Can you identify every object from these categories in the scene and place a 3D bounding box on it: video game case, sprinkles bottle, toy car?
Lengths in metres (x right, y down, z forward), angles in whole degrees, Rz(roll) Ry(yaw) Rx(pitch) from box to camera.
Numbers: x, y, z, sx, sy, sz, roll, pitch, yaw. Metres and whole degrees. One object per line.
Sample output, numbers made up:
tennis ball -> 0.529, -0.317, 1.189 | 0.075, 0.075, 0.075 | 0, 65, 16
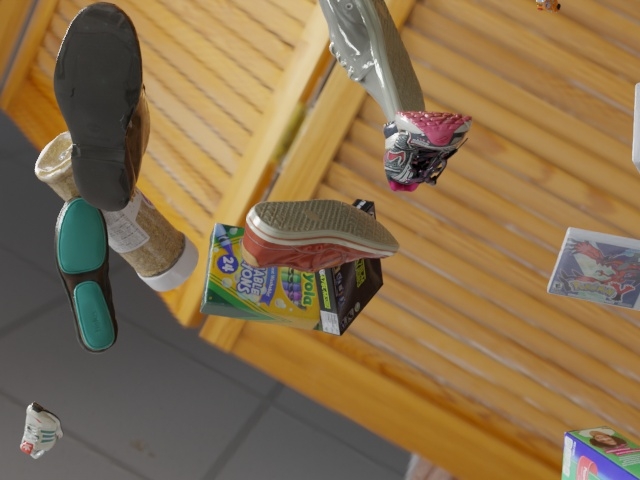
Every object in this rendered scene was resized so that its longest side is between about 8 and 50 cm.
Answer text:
video game case -> 0.564, 0.059, 1.988 | 0.201, 0.183, 0.023 | 11, -132, 6
sprinkles bottle -> -0.371, -0.050, 1.885 | 0.355, 0.121, 0.121 | 51, 180, -40
toy car -> 0.422, -0.491, 2.027 | 0.122, 0.040, 0.060 | 40, 164, 33

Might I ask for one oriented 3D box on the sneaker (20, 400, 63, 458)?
sneaker -> -0.532, 0.364, 1.910 | 0.057, 0.161, 0.075 | 29, -118, 11

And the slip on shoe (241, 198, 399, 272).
slip on shoe -> 0.000, 0.000, 1.710 | 0.331, 0.101, 0.123 | 1, -141, -43

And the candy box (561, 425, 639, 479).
candy box -> 0.616, 0.556, 2.020 | 0.122, 0.268, 0.317 | -6, -165, -23

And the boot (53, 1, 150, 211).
boot -> -0.273, -0.189, 1.328 | 0.112, 0.305, 0.115 | 15, -137, 5

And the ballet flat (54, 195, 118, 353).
ballet flat -> -0.420, 0.062, 1.799 | 0.095, 0.280, 0.096 | -6, 180, -18

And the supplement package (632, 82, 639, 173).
supplement package -> 0.706, -0.155, 1.871 | 0.177, 0.175, 0.293 | -8, 149, 32

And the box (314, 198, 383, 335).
box -> 0.053, 0.049, 1.874 | 0.045, 0.191, 0.184 | 11, -145, 30

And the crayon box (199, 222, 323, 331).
crayon box -> -0.107, 0.090, 2.386 | 0.323, 0.083, 0.203 | 10, -115, -12

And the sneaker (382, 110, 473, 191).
sneaker -> 0.170, -0.144, 1.631 | 0.121, 0.112, 0.299 | 3, 177, -4

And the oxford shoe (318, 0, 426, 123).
oxford shoe -> 0.092, -0.378, 2.031 | 0.169, 0.130, 0.449 | 12, -126, -65
